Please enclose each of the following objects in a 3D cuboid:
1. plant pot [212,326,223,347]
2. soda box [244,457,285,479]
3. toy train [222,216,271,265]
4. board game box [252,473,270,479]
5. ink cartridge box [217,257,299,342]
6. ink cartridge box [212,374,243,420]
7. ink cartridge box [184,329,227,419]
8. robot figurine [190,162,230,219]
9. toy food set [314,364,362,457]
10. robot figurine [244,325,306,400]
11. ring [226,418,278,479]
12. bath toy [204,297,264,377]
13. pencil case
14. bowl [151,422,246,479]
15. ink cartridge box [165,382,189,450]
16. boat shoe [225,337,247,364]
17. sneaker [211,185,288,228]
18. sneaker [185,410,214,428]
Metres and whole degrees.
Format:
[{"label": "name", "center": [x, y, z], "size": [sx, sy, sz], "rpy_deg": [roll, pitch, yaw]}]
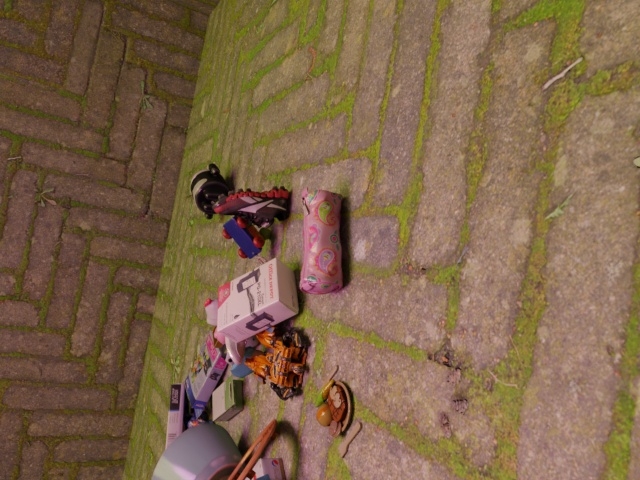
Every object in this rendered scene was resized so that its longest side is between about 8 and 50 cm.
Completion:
[{"label": "plant pot", "center": [-0.361, 0.360, 1.924], "size": [0.081, 0.083, 0.081], "rpy_deg": [-59, 32, 33]}, {"label": "soda box", "center": [-0.177, 0.718, 1.458], "size": [0.216, 0.069, 0.073], "rpy_deg": [-61, 33, 32]}, {"label": "toy train", "center": [-0.217, 0.005, 1.770], "size": [0.105, 0.248, 0.143], "rpy_deg": [-33, 9, 34]}, {"label": "board game box", "center": [-0.181, 0.816, 1.354], "size": [0.242, 0.064, 0.316], "rpy_deg": [58, 131, 30]}, {"label": "ink cartridge box", "center": [-0.196, 0.184, 1.545], "size": [0.237, 0.100, 0.171], "rpy_deg": [-28, 44, 19]}, {"label": "ink cartridge box", "center": [-0.324, 0.566, 1.800], "size": [0.209, 0.062, 0.108], "rpy_deg": [-48, 40, 44]}, {"label": "ink cartridge box", "center": [-0.471, 0.542, 2.037], "size": [0.311, 0.065, 0.186], "rpy_deg": [-64, 29, 9]}, {"label": "robot figurine", "center": [-0.510, -0.228, 2.343], "size": [0.209, 0.173, 0.278], "rpy_deg": [-42, 34, 3]}, {"label": "toy food set", "center": [0.030, 0.408, 1.217], "size": [0.132, 0.039, 0.192], "rpy_deg": [-64, 31, 26]}, {"label": "robot figurine", "center": [-0.134, 0.351, 1.498], "size": [0.291, 0.085, 0.211], "rpy_deg": [3, 81, 62]}, {"label": "ring", "center": [-0.216, 0.647, 1.389], "size": [0.336, 0.032, 0.336], "rpy_deg": [-53, -3, -5]}, {"label": "bath toy", "center": [-0.317, 0.313, 1.773], "size": [0.151, 0.129, 0.348], "rpy_deg": [-35, 44, -9]}, {"label": "pencil case", "center": [0.000, 0.000, 1.345], "size": [0.124, 0.124, 0.284], "rpy_deg": [-31, 54, 55]}, {"label": "bowl", "center": [-0.353, 0.757, 1.578], "size": [0.163, 0.312, 0.311], "rpy_deg": [10, 89, 44]}, {"label": "ink cartridge box", "center": [-0.598, 0.793, 2.116], "size": [0.307, 0.072, 0.303], "rpy_deg": [108, 159, -56]}, {"label": "boat shoe", "center": [-0.263, 0.311, 1.615], "size": [0.063, 0.066, 0.184], "rpy_deg": [-29, 39, 11]}, {"label": "sneaker", "center": [-0.221, -0.102, 1.661], "size": [0.098, 0.276, 0.135], "rpy_deg": [-22, 78, 57]}, {"label": "sneaker", "center": [-0.487, 0.749, 2.011], "size": [0.221, 0.087, 0.083], "rpy_deg": [-2, 79, 62]}]
